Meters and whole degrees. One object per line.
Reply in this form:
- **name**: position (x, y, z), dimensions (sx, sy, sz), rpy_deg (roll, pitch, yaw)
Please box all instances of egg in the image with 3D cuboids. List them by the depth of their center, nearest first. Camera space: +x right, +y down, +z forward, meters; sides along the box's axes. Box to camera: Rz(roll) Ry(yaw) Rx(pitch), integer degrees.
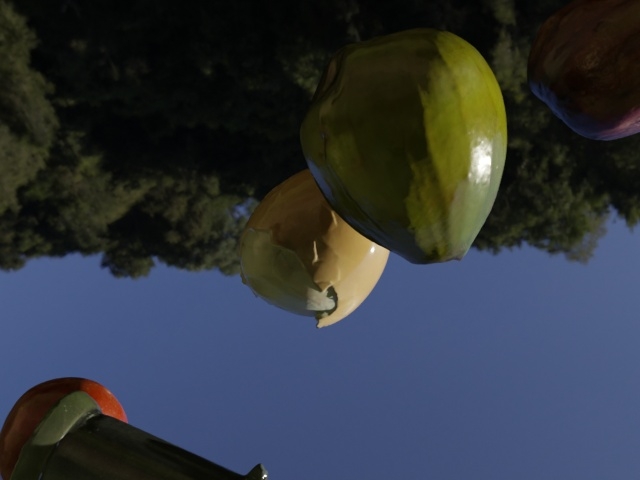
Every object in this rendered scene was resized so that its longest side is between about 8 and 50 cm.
- **egg**: position (0.000, 0.000, 1.184), dimensions (0.244, 0.201, 0.201), rpy_deg (-52, -142, -1)

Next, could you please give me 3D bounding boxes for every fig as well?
- **fig**: position (0.102, -0.100, 0.961), dimensions (0.240, 0.270, 0.239), rpy_deg (-20, 174, -2)
- **fig**: position (0.407, -0.243, 1.142), dimensions (0.263, 0.224, 0.224), rpy_deg (-14, -150, 44)

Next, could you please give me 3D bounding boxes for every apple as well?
- **apple**: position (-0.512, 0.405, 1.675), dimensions (0.261, 0.260, 0.216), rpy_deg (-21, -159, 0)

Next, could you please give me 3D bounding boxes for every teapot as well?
- **teapot**: position (-0.232, 0.380, 1.111), dimensions (0.337, 0.200, 0.270), rpy_deg (21, -106, 9)
